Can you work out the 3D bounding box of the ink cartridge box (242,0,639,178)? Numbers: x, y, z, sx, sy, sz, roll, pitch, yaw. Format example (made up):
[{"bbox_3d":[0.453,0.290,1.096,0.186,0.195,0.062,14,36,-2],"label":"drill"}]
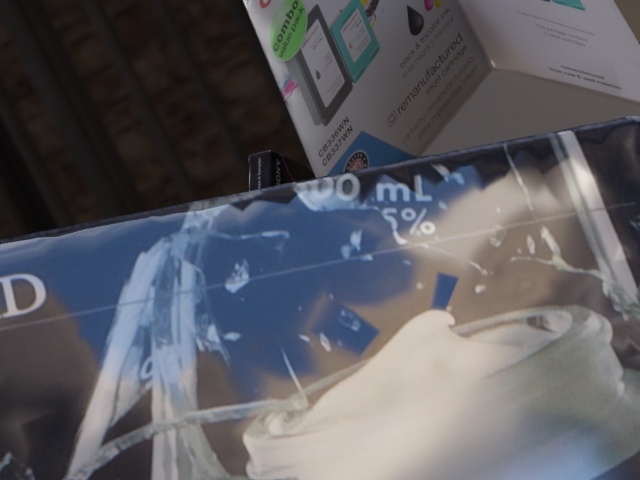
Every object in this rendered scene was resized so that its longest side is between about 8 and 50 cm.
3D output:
[{"bbox_3d":[0.101,-0.144,1.462,0.197,0.270,0.198,10,-47,-37],"label":"ink cartridge box"}]

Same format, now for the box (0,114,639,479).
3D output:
[{"bbox_3d":[-0.023,0.250,0.835,0.479,0.472,0.297,-12,-29,-10],"label":"box"}]

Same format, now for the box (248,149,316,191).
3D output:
[{"bbox_3d":[0.000,0.000,1.594,0.029,0.116,0.162,-15,-23,39],"label":"box"}]
